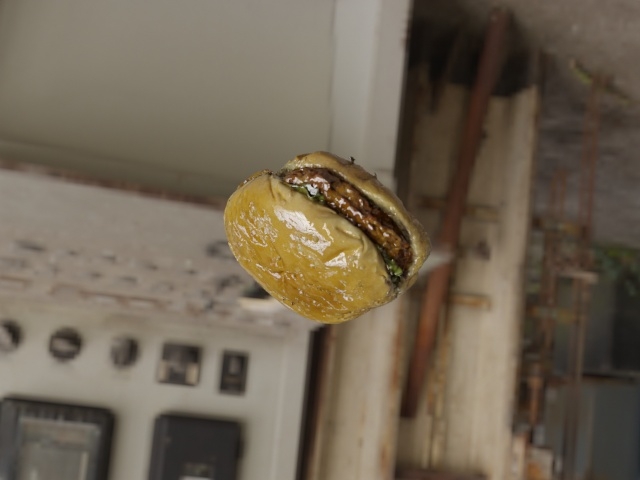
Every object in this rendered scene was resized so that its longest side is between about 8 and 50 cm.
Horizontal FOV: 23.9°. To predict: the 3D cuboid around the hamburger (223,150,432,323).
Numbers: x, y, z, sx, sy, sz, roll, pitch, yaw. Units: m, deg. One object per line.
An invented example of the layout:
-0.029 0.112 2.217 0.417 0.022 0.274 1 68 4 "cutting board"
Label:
0.000 0.000 0.597 0.076 0.044 0.083 44 157 -5 "hamburger"
